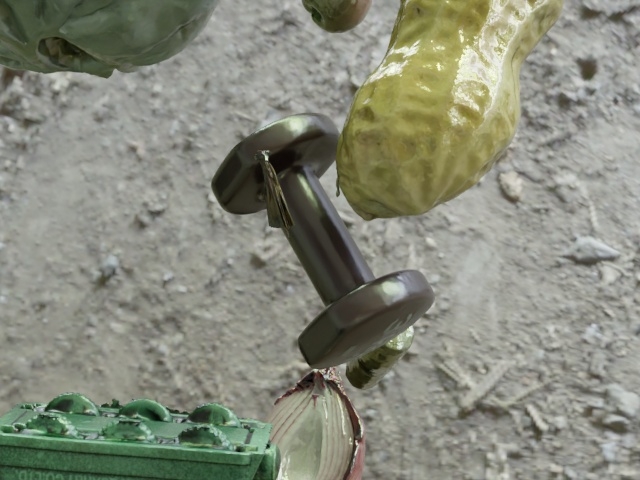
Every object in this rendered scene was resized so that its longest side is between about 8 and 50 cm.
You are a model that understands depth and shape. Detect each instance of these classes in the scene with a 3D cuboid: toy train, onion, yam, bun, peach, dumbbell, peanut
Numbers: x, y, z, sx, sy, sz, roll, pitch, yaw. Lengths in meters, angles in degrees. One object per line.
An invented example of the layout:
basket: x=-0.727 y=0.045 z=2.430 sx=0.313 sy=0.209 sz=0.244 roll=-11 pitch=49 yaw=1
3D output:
toy train: x=-0.211 y=0.271 z=1.230 sx=0.330 sy=0.138 sz=0.178 roll=5 pitch=96 yaw=2
onion: x=-0.004 y=0.347 z=1.859 sx=0.227 sy=0.120 sz=0.283 roll=2 pitch=60 yaw=35
yam: x=0.081 y=0.165 z=1.597 sx=0.067 sy=0.317 sz=0.071 roll=-4 pitch=73 yaw=-8
bun: x=-0.280 y=-0.302 z=1.318 sx=0.354 sy=0.354 sz=0.194 roll=-13 pitch=77 yaw=36
peach: x=0.021 y=-0.274 z=1.228 sx=0.083 sy=0.083 sz=0.083 roll=-11 pitch=72 yaw=36
dumbbell: x=0.000 y=0.000 z=1.044 sx=0.140 sy=0.124 sz=0.225 roll=-46 pitch=66 yaw=45
peanut: x=0.121 y=-0.156 z=0.998 sx=0.149 sy=0.149 sz=0.313 roll=11 pitch=68 yaw=40

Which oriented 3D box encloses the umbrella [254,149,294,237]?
umbrella: x=-0.039 y=-0.039 z=0.939 sx=0.031 sy=0.020 sz=0.083 roll=-133 pitch=29 yaw=-67
